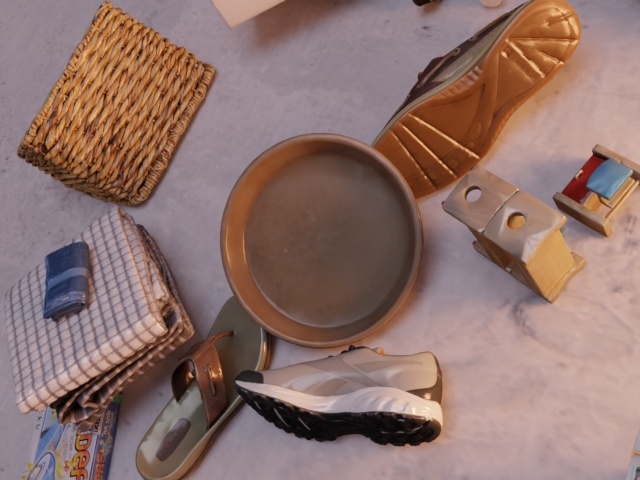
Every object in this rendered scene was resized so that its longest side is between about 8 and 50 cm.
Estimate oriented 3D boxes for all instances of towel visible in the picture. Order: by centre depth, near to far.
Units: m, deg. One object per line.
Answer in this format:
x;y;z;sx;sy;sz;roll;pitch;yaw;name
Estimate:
-0.356;0.054;1.037;0.067;0.029;0.119;-25;44;9;towel
-0.322;0.110;1.078;0.235;0.121;0.283;-36;44;0;towel

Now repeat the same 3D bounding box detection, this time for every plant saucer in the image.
0.000;0.000;0.963;0.278;0.041;0.277;0;91;19;plant saucer

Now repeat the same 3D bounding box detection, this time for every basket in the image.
-0.366;-0.223;1.314;0.213;0.223;0.299;-7;56;64;basket

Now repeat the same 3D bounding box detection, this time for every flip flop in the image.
-0.163;0.196;0.987;0.112;0.080;0.277;28;79;36;flip flop

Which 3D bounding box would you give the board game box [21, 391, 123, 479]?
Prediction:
-0.365;0.318;1.067;0.136;0.035;0.201;-10;61;25;board game box

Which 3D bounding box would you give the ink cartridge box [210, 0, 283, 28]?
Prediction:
-0.018;-0.554;1.205;0.395;0.166;0.285;-21;40;19;ink cartridge box

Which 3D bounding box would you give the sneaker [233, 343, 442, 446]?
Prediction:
0.021;0.179;0.895;0.272;0.100;0.108;-2;51;25;sneaker

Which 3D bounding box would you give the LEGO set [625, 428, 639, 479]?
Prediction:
0.431;0.222;0.653;0.287;0.107;0.132;24;114;32;LEGO set

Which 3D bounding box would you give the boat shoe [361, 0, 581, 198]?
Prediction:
0.185;-0.191;0.990;0.342;0.123;0.123;-46;21;14;boat shoe

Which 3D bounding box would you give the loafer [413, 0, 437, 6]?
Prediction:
0.210;-0.445;1.111;0.078;0.080;0.220;29;82;37;loafer

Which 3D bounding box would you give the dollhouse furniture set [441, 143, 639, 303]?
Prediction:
0.260;-0.053;0.849;0.183;0.129;0.129;-50;52;-1;dollhouse furniture set

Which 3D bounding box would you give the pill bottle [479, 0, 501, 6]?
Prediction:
0.252;-0.385;1.077;0.043;0.043;0.083;3;75;30;pill bottle
